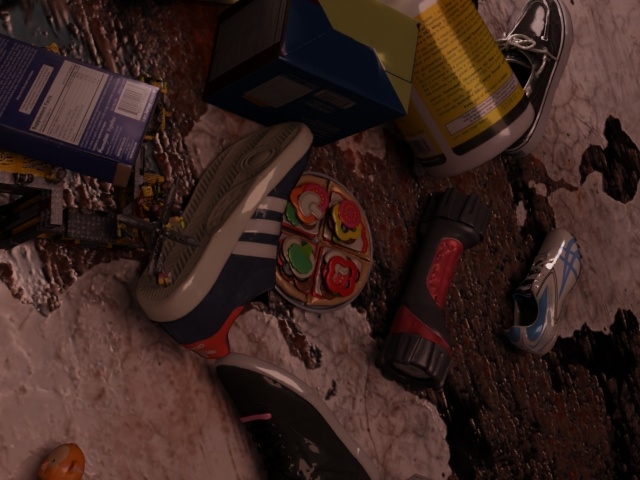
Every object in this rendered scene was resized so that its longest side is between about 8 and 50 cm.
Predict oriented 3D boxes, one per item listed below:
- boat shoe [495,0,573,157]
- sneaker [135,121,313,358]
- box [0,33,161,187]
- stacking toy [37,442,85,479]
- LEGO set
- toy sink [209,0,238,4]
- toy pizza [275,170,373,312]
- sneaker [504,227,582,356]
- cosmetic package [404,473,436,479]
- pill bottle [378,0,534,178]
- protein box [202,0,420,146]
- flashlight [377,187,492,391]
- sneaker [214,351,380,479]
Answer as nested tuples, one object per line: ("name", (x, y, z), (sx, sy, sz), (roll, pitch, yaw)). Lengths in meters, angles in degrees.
("boat shoe", (0.333, -0.295, 1.588), (0.105, 0.113, 0.306), (33, 71, -43))
("sneaker", (-0.095, -0.001, 1.218), (0.148, 0.131, 0.350), (56, 51, -33))
("box", (-0.285, -0.141, 0.960), (0.225, 0.036, 0.136), (19, 43, -10))
("stacking toy", (-0.307, 0.345, 0.977), (0.166, 0.175, 0.302), (35, 51, -29))
("LEGO set", (-0.280, -0.098, 1.044), (0.331, 0.192, 0.255), (17, 71, -33))
("toy sink", (-0.123, -0.398, 1.220), (0.234, 0.131, 0.152), (-9, 90, -54))
("toy pizza", (0.000, 0.000, 1.331), (0.201, 0.032, 0.201), (8, 76, -35))
("sneaker", (0.362, 0.072, 1.555), (0.086, 0.085, 0.237), (33, 60, -19))
("cosmetic package", (0.130, 0.447, 1.288), (0.099, 0.060, 0.239), (-20, 107, -39))
("pill bottle", (0.158, -0.274, 1.406), (0.188, 0.188, 0.334), (-43, 107, -34))
("protein box", (-0.014, -0.235, 1.258), (0.200, 0.201, 0.136), (18, 73, -31))
("flashlight", (0.177, 0.067, 1.404), (0.103, 0.103, 0.304), (37, 62, -24))
("sneaker", (-0.047, 0.274, 1.193), (0.296, 0.104, 0.147), (49, 51, -23))
